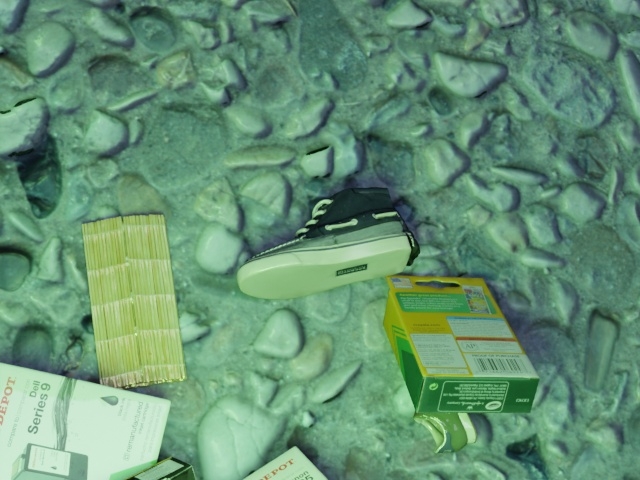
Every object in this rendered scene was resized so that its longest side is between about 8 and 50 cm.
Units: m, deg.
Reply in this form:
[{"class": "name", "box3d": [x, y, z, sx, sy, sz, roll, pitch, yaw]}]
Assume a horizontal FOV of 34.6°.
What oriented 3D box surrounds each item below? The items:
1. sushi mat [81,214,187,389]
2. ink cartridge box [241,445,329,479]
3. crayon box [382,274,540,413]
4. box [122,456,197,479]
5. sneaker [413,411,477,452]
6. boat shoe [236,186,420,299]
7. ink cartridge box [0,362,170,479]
[{"class": "sushi mat", "box3d": [-0.332, 0.106, 1.828, 0.151, 0.019, 0.316, -6, 72, -13]}, {"class": "ink cartridge box", "box3d": [-0.040, 0.485, 1.618, 0.207, 0.117, 0.283, -29, 37, -20]}, {"class": "crayon box", "box3d": [0.235, 0.179, 1.827, 0.203, 0.083, 0.323, 2, 29, -11]}, {"class": "box", "box3d": [-0.275, 0.532, 1.560, 0.257, 0.079, 0.322, -22, 102, -35]}, {"class": "sneaker", "box3d": [0.202, 0.293, 1.853, 0.086, 0.064, 0.192, -23, 77, -19]}, {"class": "boat shoe", "box3d": [0.000, 0.000, 1.899, 0.341, 0.127, 0.158, -8, 58, -16]}, {"class": "ink cartridge box", "box3d": [-0.410, 0.338, 1.673, 0.289, 0.121, 0.211, 14, 69, -7]}]
